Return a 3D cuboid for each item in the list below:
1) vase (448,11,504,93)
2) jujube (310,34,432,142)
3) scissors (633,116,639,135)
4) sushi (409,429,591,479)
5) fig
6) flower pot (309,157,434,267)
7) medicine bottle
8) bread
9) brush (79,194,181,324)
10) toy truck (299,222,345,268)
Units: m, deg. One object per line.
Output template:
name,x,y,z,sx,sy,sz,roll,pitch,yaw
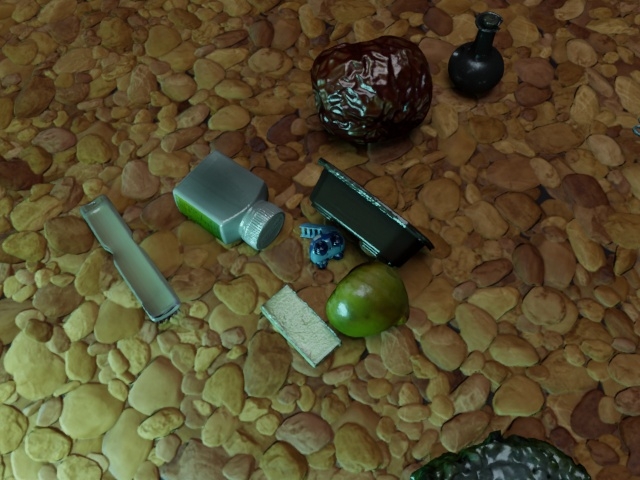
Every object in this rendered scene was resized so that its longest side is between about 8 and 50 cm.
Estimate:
vase,0.336,-0.394,1.357,0.120,0.183,0.120,1,61,-1
jujube,0.105,-0.300,1.289,0.232,0.213,0.213,-14,62,-9
scissors,0.723,-0.223,1.362,0.119,0.014,0.058,30,66,19
sushi,0.246,0.451,0.875,0.293,0.178,0.352,-3,63,-13
fig,0.079,0.101,1.111,0.152,0.136,0.121,-16,71,-24
flower pot,0.081,-0.038,1.185,0.251,0.179,0.084,40,93,19
medicine bottle,-0.166,-0.068,1.228,0.188,0.088,0.132,35,66,17
bread,-0.035,0.150,1.144,0.068,0.028,0.153,-40,69,-19
brush,-0.353,0.032,1.201,0.060,0.050,0.321,-34,59,-15
toy truck,0.000,0.000,1.216,0.073,0.056,0.090,-26,51,-19
